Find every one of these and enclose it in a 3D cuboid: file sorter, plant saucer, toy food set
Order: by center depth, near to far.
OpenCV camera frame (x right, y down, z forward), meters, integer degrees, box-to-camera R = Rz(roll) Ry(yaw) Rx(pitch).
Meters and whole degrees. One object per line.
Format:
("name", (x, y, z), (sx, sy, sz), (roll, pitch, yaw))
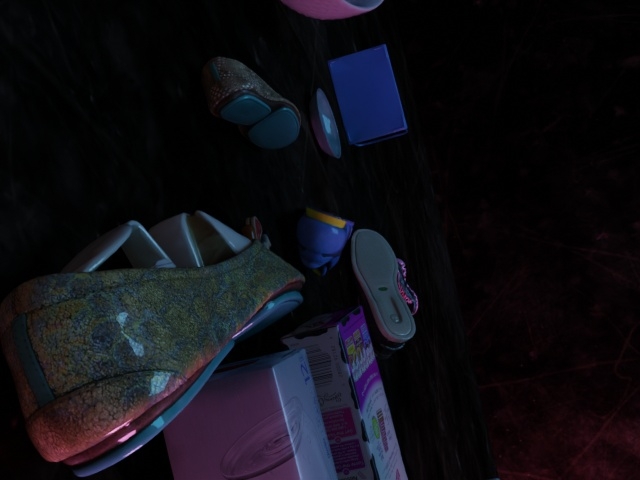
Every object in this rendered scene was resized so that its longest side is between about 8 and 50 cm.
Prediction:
("toy food set", (-0.065, 0.018, 0.858), (0.122, 0.019, 0.078), (-90, 160, -48))
("plant saucer", (0.005, -0.191, 1.364), (0.119, 0.021, 0.119), (-14, 90, -76))
("file sorter", (0.099, -0.283, 1.646), (0.104, 0.118, 0.170), (-2, 78, -80))

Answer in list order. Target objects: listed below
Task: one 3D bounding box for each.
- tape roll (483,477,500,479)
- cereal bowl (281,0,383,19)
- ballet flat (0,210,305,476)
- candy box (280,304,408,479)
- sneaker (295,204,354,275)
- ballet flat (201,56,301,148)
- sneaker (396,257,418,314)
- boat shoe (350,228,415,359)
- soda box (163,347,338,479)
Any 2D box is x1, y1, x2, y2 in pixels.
("tape roll", (0.181, 0.449, 1.077), (0.246, 0.169, 0.246), (-15, 90, -76))
("cereal bowl", (-0.031, -0.473, 1.178), (0.339, 0.141, 0.339), (22, 63, -54))
("ballet flat", (-0.094, 0.037, 0.549), (0.348, 0.123, 0.123), (-32, 107, -76))
("candy box", (0.033, 0.203, 0.946), (0.159, 0.071, 0.233), (-12, 87, -77))
("sneaker", (0.000, 0.000, 1.082), (0.209, 0.069, 0.082), (-26, 133, -85))
("ballet flat", (-0.075, -0.156, 0.915), (0.067, 0.073, 0.206), (63, 7, 12))
("sneaker", (0.155, 0.095, 1.631), (0.119, 0.047, 0.057), (69, 20, 4))
("boat shoe", (0.085, 0.081, 1.331), (0.079, 0.084, 0.233), (116, -30, -45))
("soda box", (-0.031, 0.231, 0.606), (0.091, 0.098, 0.286), (-5, 81, -76))
